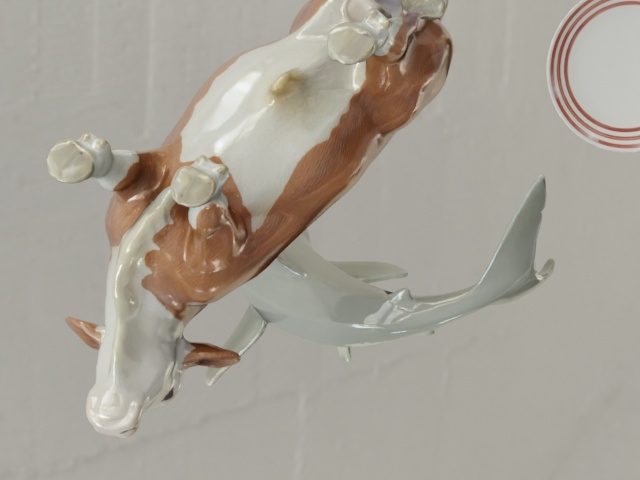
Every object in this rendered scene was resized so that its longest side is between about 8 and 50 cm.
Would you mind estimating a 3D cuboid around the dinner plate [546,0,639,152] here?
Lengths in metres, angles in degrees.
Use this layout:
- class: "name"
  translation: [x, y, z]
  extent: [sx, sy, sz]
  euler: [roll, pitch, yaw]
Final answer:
- class: "dinner plate"
  translation: [0.256, -0.144, 1.233]
  extent: [0.141, 0.017, 0.141]
  euler: [-1, -79, -4]

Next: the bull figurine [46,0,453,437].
- class: "bull figurine"
  translation: [-0.042, -0.039, 0.789]
  extent: [0.310, 0.101, 0.188]
  euler: [-50, -15, -9]

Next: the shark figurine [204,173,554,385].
- class: "shark figurine"
  translation: [0.006, 0.014, 0.939]
  extent: [0.166, 0.278, 0.116]
  euler: [-47, -55, -28]
